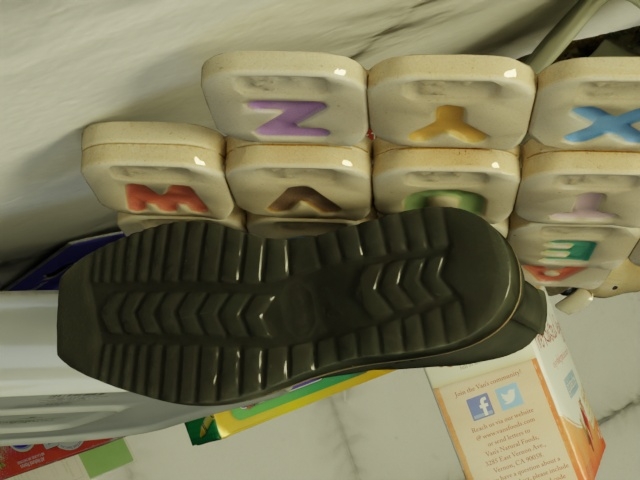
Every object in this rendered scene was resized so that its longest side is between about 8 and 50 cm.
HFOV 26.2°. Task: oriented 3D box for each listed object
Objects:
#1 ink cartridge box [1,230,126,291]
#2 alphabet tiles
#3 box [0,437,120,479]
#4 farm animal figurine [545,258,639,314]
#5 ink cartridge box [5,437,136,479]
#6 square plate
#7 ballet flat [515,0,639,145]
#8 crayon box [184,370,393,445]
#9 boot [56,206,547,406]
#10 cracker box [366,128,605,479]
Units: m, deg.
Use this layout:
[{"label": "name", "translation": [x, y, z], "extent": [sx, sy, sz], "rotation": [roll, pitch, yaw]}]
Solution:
[{"label": "ink cartridge box", "translation": [-0.105, 0.016, 0.940], "extent": [0.208, 0.045, 0.206], "rotation": [-16, 175, -31]}, {"label": "alphabet tiles", "translation": [0.051, -0.015, 0.574], "extent": [0.284, 0.021, 0.278], "rotation": [1, 165, 3]}, {"label": "box", "translation": [-0.233, 0.135, 1.303], "extent": [0.122, 0.128, 0.257], "rotation": [-16, 174, -44]}, {"label": "farm animal figurine", "translation": [0.263, 0.000, 0.932], "extent": [0.330, 0.327, 0.172], "rotation": [-27, 160, 2]}, {"label": "ink cartridge box", "translation": [-0.332, 0.205, 1.421], "extent": [0.235, 0.171, 0.056], "rotation": [-17, 160, -39]}, {"label": "square plate", "translation": [-0.181, 0.086, 0.815], "extent": [0.347, 0.049, 0.344], "rotation": [2, 166, -33]}, {"label": "ballet flat", "translation": [0.183, -0.083, 0.587], "extent": [0.123, 0.123, 0.348], "rotation": [-17, 176, -38]}, {"label": "crayon box", "translation": [-0.029, 0.091, 1.456], "extent": [0.278, 0.165, 0.081], "rotation": [-18, 175, -28]}, {"label": "boot", "translation": [-0.001, 0.038, 0.606], "extent": [0.197, 0.077, 0.137], "rotation": [-2, 169, 19]}, {"label": "cracker box", "translation": [0.093, 0.034, 0.802], "extent": [0.067, 0.232, 0.155], "rotation": [-22, 176, 14]}]
